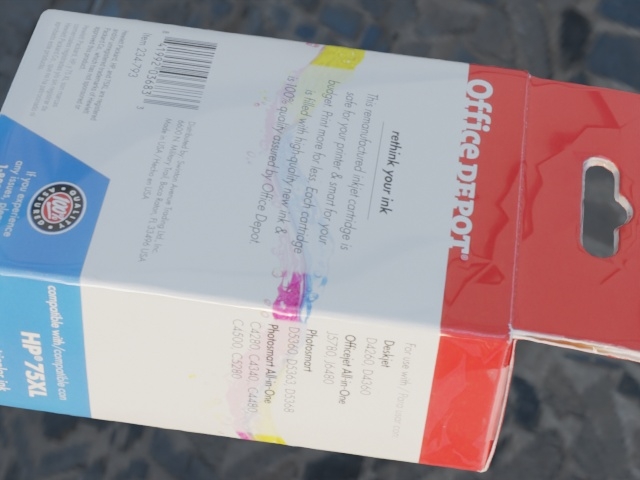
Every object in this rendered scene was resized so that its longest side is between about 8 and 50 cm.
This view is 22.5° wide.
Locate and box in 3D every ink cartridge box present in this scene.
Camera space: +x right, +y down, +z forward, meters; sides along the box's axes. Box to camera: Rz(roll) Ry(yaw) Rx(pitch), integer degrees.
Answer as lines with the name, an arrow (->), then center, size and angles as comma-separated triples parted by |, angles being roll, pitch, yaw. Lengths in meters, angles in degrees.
ink cartridge box -> 0.000, 0.000, 0.569 | 0.078, 0.231, 0.134 | 95, -176, -47
